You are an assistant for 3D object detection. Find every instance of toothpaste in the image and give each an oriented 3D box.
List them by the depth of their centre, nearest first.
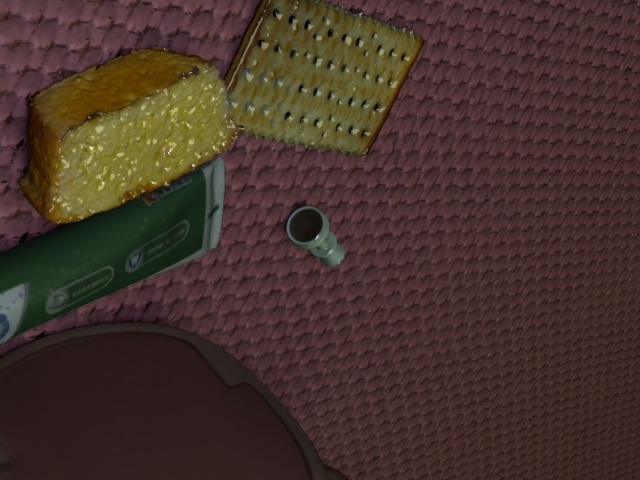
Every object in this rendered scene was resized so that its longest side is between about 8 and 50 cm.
[{"bbox_3d":[-0.226,0.034,0.992,0.392,0.061,0.099,-27,139,-37],"label":"toothpaste"}]

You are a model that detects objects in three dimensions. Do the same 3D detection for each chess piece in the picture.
[{"bbox_3d":[0.000,0.000,1.251,0.042,0.042,0.093,-51,153,-3],"label":"chess piece"}]

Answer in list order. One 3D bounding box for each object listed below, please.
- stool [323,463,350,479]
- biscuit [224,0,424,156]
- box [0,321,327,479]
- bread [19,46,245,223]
[{"bbox_3d":[-0.047,0.287,1.252,0.179,0.264,0.179,-31,141,-28],"label":"stool"},{"bbox_3d":[0.002,-0.146,1.134,0.231,0.016,0.139,5,118,-52],"label":"biscuit"},{"bbox_3d":[-0.167,0.240,1.062,0.301,0.301,0.216,-17,141,-41],"label":"box"},{"bbox_3d":[-0.145,-0.085,0.973,0.187,0.065,0.103,-29,139,-29],"label":"bread"}]
